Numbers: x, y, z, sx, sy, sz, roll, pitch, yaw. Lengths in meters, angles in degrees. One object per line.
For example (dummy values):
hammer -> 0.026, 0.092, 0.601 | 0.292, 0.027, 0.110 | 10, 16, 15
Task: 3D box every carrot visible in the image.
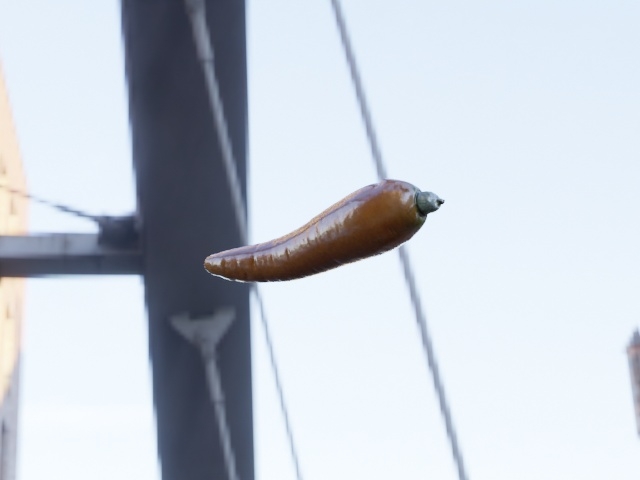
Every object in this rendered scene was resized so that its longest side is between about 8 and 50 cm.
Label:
carrot -> 0.000, 0.000, 0.721 | 0.142, 0.035, 0.035 | -21, -28, 31
